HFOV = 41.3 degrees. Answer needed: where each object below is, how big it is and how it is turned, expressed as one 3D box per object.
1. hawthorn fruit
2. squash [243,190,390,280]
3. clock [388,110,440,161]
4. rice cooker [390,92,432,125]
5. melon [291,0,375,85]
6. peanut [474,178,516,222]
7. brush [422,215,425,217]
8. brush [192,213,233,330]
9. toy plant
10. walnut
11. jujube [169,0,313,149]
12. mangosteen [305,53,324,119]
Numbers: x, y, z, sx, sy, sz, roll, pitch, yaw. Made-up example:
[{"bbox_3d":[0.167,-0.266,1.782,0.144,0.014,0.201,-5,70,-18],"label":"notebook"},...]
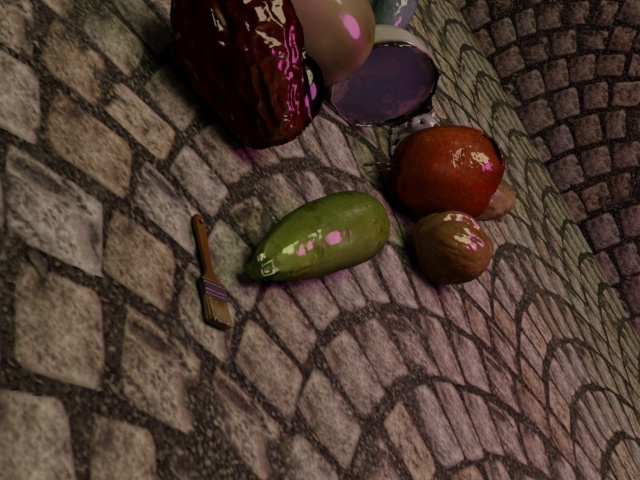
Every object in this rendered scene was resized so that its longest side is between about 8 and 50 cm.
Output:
[{"bbox_3d":[0.229,-0.142,1.742,0.299,0.211,0.211,9,46,-21],"label":"hawthorn fruit"},{"bbox_3d":[0.003,-0.007,1.243,0.118,0.118,0.371,60,27,7],"label":"squash"},{"bbox_3d":[0.221,-0.220,1.911,0.080,0.117,0.176,43,28,-28],"label":"clock"},{"bbox_3d":[0.179,-0.358,2.000,0.203,0.118,0.142,46,26,-23],"label":"rice cooker"},{"bbox_3d":[-0.037,-0.407,1.521,0.317,0.223,0.223,33,33,-37],"label":"melon"},{"bbox_3d":[0.395,-0.119,2.114,0.224,0.129,0.129,28,36,-34],"label":"peanut"},{"bbox_3d":[0.261,0.002,1.849,0.205,0.011,0.083,60,25,9],"label":"brush"},{"bbox_3d":[-0.138,0.034,1.047,0.043,0.014,0.169,31,34,-48],"label":"brush"},{"bbox_3d":[0.105,-0.435,1.800,0.247,0.247,0.332,32,37,-44],"label":"toy plant"},{"bbox_3d":[0.256,0.016,1.670,0.167,0.149,0.166,27,7,-3],"label":"walnut"},{"bbox_3d":[-0.113,-0.279,1.265,0.197,0.197,0.290,-66,136,-62],"label":"jujube"},{"bbox_3d":[-0.068,-0.256,1.421,0.151,0.137,0.137,6,46,-17],"label":"mangosteen"}]
